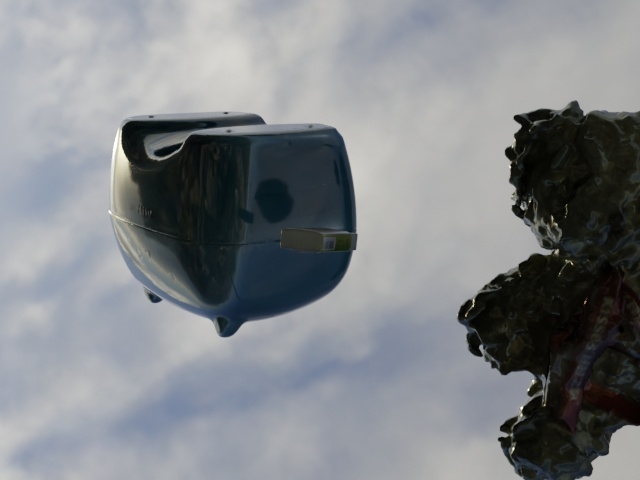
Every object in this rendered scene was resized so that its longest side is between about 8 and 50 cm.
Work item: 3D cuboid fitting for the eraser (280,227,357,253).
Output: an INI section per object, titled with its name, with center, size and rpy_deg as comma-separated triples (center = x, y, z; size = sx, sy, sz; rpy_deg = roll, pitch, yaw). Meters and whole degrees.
[eraser]
center = 0.000, 0.000, 1.098
size = 0.038, 0.083, 0.019
rpy_deg = 5, -87, 22

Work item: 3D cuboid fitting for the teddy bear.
[teddy bear]
center = 0.297, 0.035, 1.354
size = 0.357, 0.367, 0.224
rpy_deg = -21, -154, 22

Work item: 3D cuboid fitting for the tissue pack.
[tissue pack]
center = -0.095, -0.024, 1.357
size = 0.287, 0.198, 0.206
rpy_deg = 18, -68, 57
